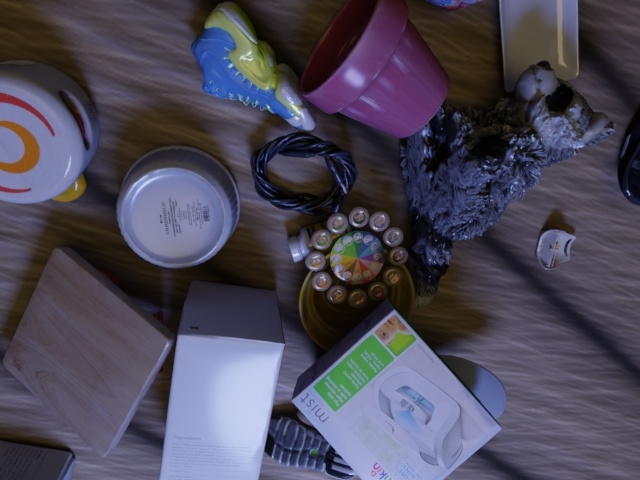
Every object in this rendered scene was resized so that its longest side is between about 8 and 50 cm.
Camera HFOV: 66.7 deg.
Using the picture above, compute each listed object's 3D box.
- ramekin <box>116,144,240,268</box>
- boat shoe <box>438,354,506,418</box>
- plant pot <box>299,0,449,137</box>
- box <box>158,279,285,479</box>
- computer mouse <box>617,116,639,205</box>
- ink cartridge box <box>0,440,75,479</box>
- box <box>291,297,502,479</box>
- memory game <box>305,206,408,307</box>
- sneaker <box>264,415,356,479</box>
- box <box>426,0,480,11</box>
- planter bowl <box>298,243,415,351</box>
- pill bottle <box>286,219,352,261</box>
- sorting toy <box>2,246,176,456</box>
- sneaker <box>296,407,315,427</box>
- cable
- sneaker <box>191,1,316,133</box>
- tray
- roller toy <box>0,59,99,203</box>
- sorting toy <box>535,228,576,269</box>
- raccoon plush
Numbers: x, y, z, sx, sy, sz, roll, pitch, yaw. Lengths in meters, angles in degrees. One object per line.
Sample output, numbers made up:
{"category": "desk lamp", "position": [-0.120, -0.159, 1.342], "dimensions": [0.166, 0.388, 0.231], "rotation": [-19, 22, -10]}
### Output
{"category": "ramekin", "position": [-0.240, -0.052, 0.820], "dimensions": [0.206, 0.109, 0.208], "rotation": [-3, 107, -8]}
{"category": "boat shoe", "position": [0.171, 0.295, 0.980], "dimensions": [0.366, 0.156, 0.136], "rotation": [1, 79, 2]}
{"category": "plant pot", "position": [0.094, -0.263, 0.766], "dimensions": [0.180, 0.201, 0.201], "rotation": [30, 101, -26]}
{"category": "box", "position": [-0.182, 0.277, 0.877], "dimensions": [0.168, 0.215, 0.346], "rotation": [8, 106, -12]}
{"category": "computer mouse", "position": [0.679, -0.187, 0.952], "dimensions": [0.183, 0.060, 0.262], "rotation": [12, 93, -8]}
{"category": "ink cartridge box", "position": [-0.701, 0.521, 0.899], "dimensions": [0.384, 0.160, 0.280], "rotation": [15, 104, -13]}
{"category": "box", "position": [0.121, 0.276, 0.836], "dimensions": [0.231, 0.127, 0.262], "rotation": [-41, 90, 2]}
{"category": "memory game", "position": [0.064, 0.032, 0.853], "dimensions": [0.186, 0.012, 0.187], "rotation": [-2, 105, -9]}
{"category": "sneaker", "position": [-0.019, 0.438, 1.024], "dimensions": [0.228, 0.132, 0.086], "rotation": [16, 74, 19]}
{"category": "box", "position": [0.222, -0.505, 0.739], "dimensions": [0.122, 0.128, 0.257], "rotation": [17, 104, -14]}
{"category": "planter bowl", "position": [0.062, 0.101, 0.924], "dimensions": [0.216, 0.090, 0.218], "rotation": [-2, 105, -8]}
{"category": "pill bottle", "position": [0.000, 0.000, 0.897], "dimensions": [0.116, 0.065, 0.065], "rotation": [-19, 109, -3]}
{"category": "sorting toy", "position": [-0.382, 0.180, 0.839], "dimensions": [0.257, 0.089, 0.256], "rotation": [35, 105, 12]}
{"category": "sneaker", "position": [0.046, 0.367, 1.019], "dimensions": [0.188, 0.066, 0.071], "rotation": [22, 102, -15]}
{"category": "cable", "position": [-0.031, -0.114, 0.840], "dimensions": [0.184, 0.047, 0.151], "rotation": [22, 129, -13]}
{"category": "sneaker", "position": [-0.113, -0.256, 0.800], "dimensions": [0.126, 0.091, 0.240], "rotation": [-31, 111, 21]}
{"category": "tray", "position": [0.374, -0.408, 0.846], "dimensions": [0.145, 0.030, 0.271], "rotation": [-13, 109, -4]}
{"category": "roller toy", "position": [-0.441, -0.165, 0.733], "dimensions": [0.209, 0.146, 0.191], "rotation": [28, 110, -22]}
{"category": "sorting toy", "position": [0.486, 0.014, 0.993], "dimensions": [0.075, 0.045, 0.084], "rotation": [3, 107, -17]}
{"category": "raccoon plush", "position": [0.307, -0.098, 0.897], "dimensions": [0.298, 0.216, 0.447], "rotation": [-8, 138, -20]}
